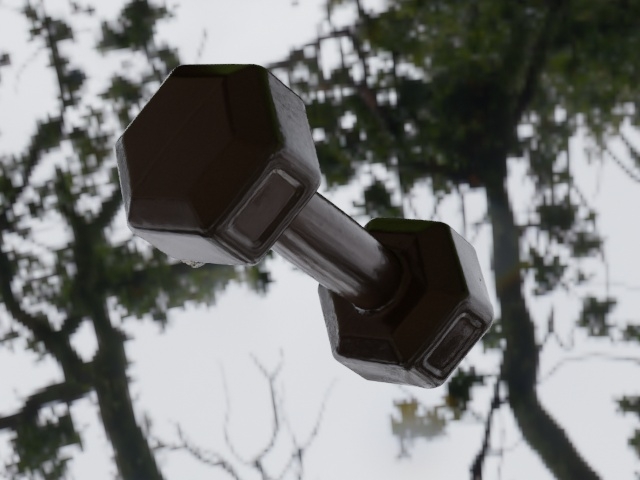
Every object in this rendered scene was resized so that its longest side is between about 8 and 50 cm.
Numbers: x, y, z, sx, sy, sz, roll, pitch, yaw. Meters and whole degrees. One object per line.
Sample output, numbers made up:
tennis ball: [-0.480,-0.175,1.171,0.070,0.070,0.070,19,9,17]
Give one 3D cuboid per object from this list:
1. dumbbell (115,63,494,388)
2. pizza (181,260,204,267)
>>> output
dumbbell: [0.000,0.000,0.707,0.092,0.231,0.082,-50,-130,4]
pizza: [-0.126,0.003,1.269,0.083,0.037,0.016,25,-102,36]
